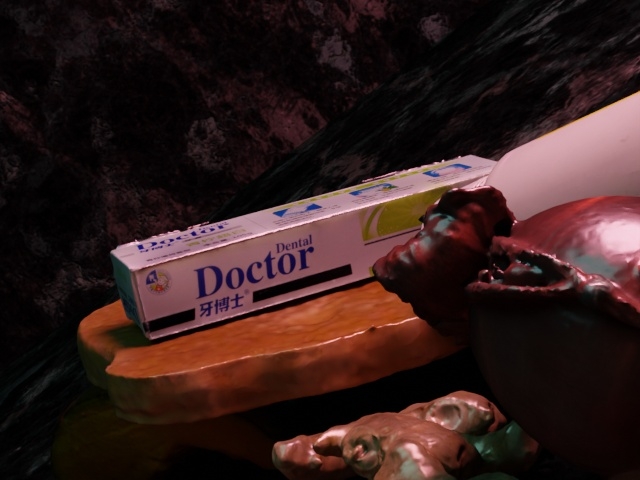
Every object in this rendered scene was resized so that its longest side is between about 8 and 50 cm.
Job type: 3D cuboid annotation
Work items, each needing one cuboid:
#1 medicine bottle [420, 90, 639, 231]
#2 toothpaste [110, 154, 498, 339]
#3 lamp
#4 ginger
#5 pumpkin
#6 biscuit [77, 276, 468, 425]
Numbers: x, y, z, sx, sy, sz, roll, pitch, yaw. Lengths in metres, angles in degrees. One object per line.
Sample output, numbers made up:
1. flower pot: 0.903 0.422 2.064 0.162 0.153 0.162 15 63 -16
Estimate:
1. medicine bottle: 0.194 -0.013 0.881 0.258 0.143 0.143 -26 17 47
2. toothpaste: 0.000 0.000 1.087 0.337 0.067 0.081 -16 14 -17
3. lamp: 0.154 0.042 0.729 0.151 0.223 0.215 -44 -32 -2
4. ginger: 0.075 0.135 0.807 0.149 0.065 0.259 -17 5 -20
5. pumpkin: -0.134 0.153 1.234 0.312 0.148 0.169 -24 22 38
6. biscuit: -0.008 0.063 1.108 0.385 0.062 0.365 -15 12 -14
